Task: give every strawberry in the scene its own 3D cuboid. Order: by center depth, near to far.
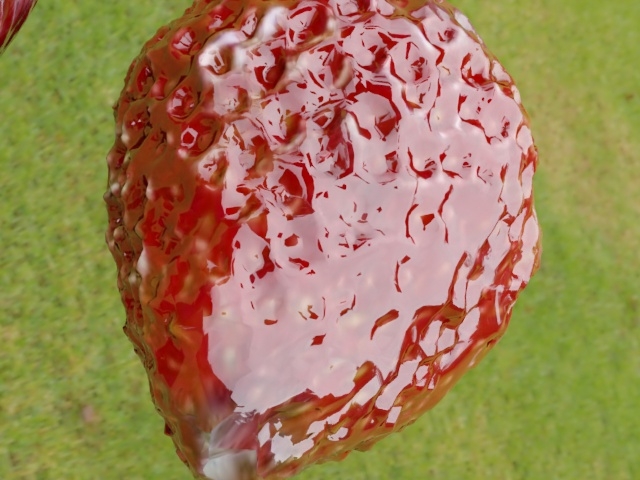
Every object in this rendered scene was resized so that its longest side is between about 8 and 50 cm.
[{"bbox_3d":[0.009,-0.007,0.885,0.291,0.292,0.310,26,25,-38],"label":"strawberry"}]

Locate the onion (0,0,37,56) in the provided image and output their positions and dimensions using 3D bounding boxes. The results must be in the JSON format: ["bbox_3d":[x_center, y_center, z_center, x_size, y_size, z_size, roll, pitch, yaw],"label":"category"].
[{"bbox_3d":[-0.241,-0.096,0.572,0.273,0.273,0.285,-40,147,-48],"label":"onion"}]
